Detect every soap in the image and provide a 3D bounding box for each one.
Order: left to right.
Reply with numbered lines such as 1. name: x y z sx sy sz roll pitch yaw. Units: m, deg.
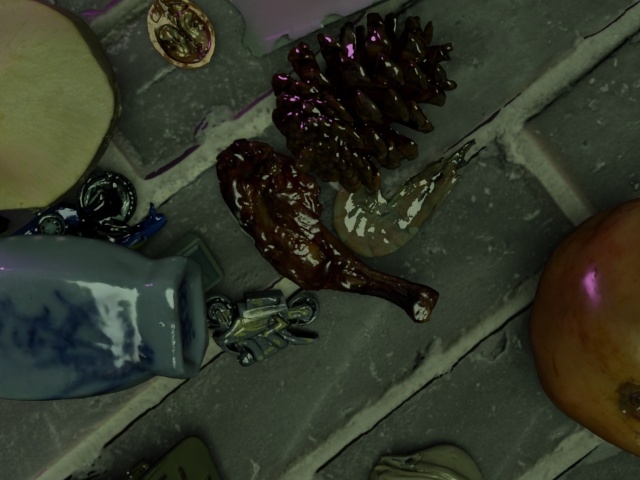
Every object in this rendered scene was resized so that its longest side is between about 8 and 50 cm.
1. soap: -0.003 -0.377 1.644 0.302 0.258 0.159 -25 100 2

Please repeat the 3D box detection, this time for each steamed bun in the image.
1. steamed bun: 0.163 0.441 1.832 0.218 0.144 0.211 -9 98 -2

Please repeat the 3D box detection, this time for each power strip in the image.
1. power strip: -0.245 0.102 1.792 0.216 0.061 0.145 -36 121 -12

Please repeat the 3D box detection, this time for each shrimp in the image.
1. shrimp: 0.119 -0.089 1.797 0.145 0.059 0.254 38 100 2

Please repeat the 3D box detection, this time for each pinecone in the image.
1. pinecone: 0.059 -0.212 1.697 0.309 0.244 0.244 -38 99 -18

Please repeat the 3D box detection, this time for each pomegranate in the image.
1. pomegranate: 0.517 0.120 1.697 0.412 0.411 0.411 0 99 -2

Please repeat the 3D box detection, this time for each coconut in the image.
1. coconut: -0.451 -0.191 1.614 0.353 0.352 0.352 0 99 -2

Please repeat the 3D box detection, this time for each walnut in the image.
1. walnut: -0.207 -0.312 1.748 0.091 0.052 0.121 -37 96 5

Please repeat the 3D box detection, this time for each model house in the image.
1. model house: -0.298 0.454 1.823 0.279 0.205 0.218 -18 99 30

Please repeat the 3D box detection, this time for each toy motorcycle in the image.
1. toy motorcycle: -0.387 0.027 1.768 0.315 0.113 0.169 -36 109 -5
2. toy motorcycle: -0.095 0.139 1.815 0.193 0.061 0.124 1 108 -14

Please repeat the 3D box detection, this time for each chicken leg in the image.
1. chicken leg: 0.000 0.000 1.766 0.407 0.096 0.158 40 123 6

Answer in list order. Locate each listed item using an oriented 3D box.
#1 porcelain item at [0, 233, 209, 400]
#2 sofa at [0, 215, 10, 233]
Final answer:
1. porcelain item: -0.370 0.107 1.625 0.405 0.178 0.242 -1 103 10
2. sofa: -0.526 -0.018 1.731 0.085 0.147 0.060 27 93 -6
